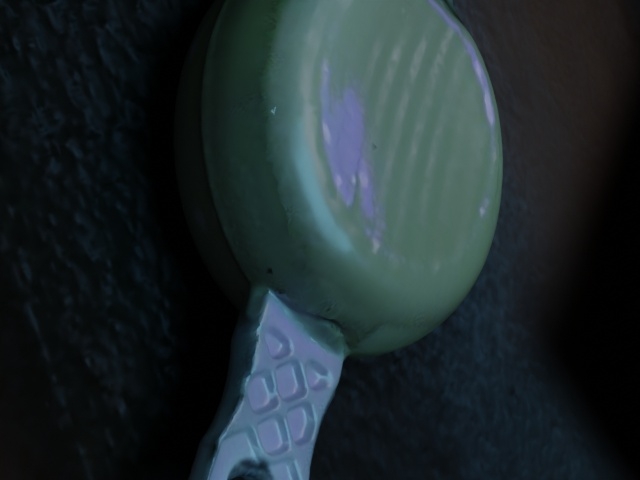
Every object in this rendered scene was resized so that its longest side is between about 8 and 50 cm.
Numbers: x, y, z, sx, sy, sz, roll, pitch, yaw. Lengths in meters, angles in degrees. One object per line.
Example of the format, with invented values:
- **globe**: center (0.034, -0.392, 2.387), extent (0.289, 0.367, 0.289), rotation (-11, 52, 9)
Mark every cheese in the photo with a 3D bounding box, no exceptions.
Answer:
- **cheese**: center (0.000, 0.000, 0.440), extent (0.137, 0.064, 0.227), rotation (39, 50, -32)
